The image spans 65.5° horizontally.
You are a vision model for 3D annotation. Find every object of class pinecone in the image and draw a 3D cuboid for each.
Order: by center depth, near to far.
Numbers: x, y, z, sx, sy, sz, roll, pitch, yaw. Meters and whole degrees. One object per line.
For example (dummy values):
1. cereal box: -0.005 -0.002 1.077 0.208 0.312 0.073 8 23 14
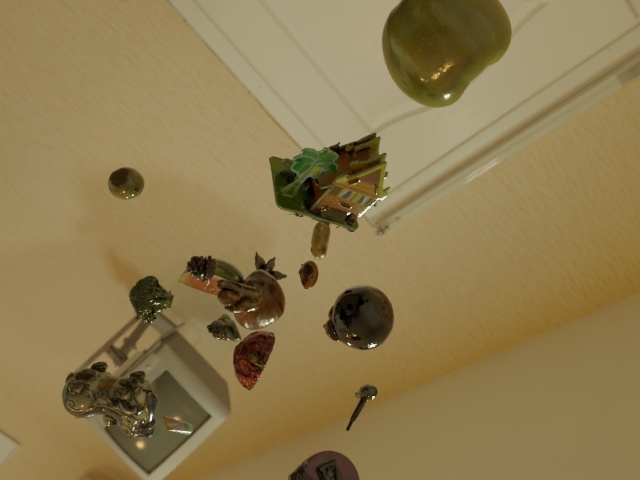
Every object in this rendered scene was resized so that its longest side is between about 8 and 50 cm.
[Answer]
1. pinecone: -0.330 0.076 1.379 0.077 0.083 0.077 8 90 -83

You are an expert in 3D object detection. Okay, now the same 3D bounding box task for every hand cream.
1. hand cream: -0.600 0.776 2.078 0.047 0.174 0.076 -40 -127 -1

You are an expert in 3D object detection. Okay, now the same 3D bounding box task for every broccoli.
1. broccoli: -0.549 0.189 1.616 0.162 0.138 0.145 118 -18 -57

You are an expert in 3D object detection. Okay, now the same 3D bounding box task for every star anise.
1. star anise: -0.231 0.156 2.147 0.063 0.172 0.207 -48 161 -60

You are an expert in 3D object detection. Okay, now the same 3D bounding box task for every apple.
1. apple: 0.358 -0.620 1.536 0.320 0.360 0.311 -39 172 -15

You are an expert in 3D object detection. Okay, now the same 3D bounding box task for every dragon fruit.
1. dragon fruit: -0.333 0.548 2.435 0.205 0.152 0.316 -44 -157 54

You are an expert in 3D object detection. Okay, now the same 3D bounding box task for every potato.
1. potato: 0.000 0.000 2.130 0.107 0.080 0.170 -102 -158 -67

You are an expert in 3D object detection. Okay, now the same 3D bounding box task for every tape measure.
1. tape measure: 0.022 0.834 1.656 0.232 0.245 0.149 -14 151 -27

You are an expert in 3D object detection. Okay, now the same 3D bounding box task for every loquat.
1. loquat: -0.876 -0.256 2.233 0.195 0.152 0.152 16 -125 32

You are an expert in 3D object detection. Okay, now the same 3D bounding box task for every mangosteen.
1. mangosteen: 0.139 0.313 1.976 0.302 0.275 0.275 -20 -153 31

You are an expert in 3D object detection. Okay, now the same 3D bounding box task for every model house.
1. model house: 0.047 -0.237 1.586 0.313 0.358 0.242 -47 -139 37

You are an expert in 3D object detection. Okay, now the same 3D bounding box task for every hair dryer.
1. hair dryer: 0.160 0.728 2.161 0.219 0.075 0.195 -55 180 -28

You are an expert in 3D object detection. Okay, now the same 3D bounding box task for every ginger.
1. ginger: -0.267 0.190 1.611 0.103 0.162 0.073 -86 -159 -44

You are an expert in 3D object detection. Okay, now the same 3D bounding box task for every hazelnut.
1. hazelnut: -0.215 0.219 1.794 0.210 0.186 0.210 -46 -167 14

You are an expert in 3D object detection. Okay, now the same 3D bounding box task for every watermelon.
1. watermelon: -0.441 0.134 2.085 0.159 0.304 0.128 99 5 -51

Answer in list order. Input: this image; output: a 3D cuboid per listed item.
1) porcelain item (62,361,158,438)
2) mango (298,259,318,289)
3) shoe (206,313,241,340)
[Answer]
1. porcelain item: -0.609 0.473 1.457 0.288 0.186 0.138 6 -157 9
2. mango: -0.041 0.123 1.788 0.077 0.063 0.127 -51 -154 32
3. shoe: -0.425 0.399 2.186 0.112 0.099 0.227 -21 -162 -20
